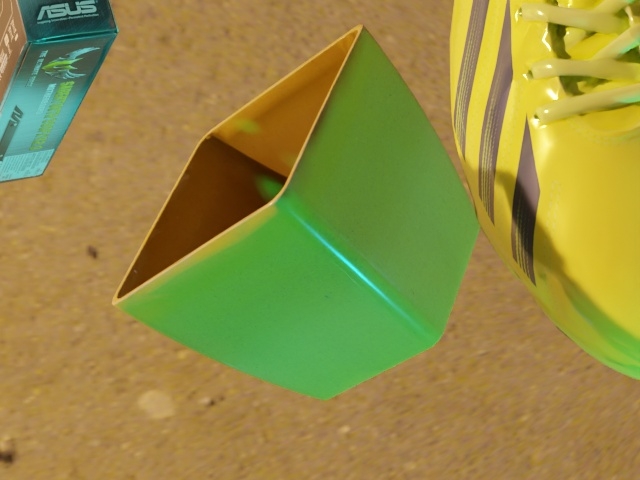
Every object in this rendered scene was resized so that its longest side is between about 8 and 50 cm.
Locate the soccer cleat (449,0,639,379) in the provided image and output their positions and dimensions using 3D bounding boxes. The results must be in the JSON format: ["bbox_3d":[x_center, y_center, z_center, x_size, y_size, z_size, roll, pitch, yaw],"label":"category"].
[{"bbox_3d":[0.084,-0.096,0.540,0.093,0.121,0.289,-6,63,0],"label":"soccer cleat"}]

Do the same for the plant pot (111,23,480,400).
[{"bbox_3d":[0.000,0.000,1.336,0.187,0.212,0.212,43,134,-19],"label":"plant pot"}]

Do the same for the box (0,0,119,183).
[{"bbox_3d":[-0.198,-0.158,1.058,0.056,0.231,0.183,-10,74,-24],"label":"box"}]
